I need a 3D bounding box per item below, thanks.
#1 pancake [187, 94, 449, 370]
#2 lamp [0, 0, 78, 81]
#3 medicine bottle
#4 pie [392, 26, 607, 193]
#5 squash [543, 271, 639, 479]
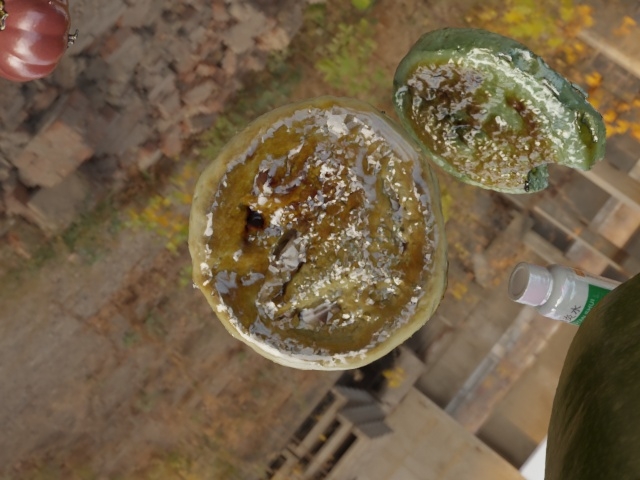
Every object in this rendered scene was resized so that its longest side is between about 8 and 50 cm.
[{"bbox_3d":[0.000,0.000,1.242,0.356,0.356,0.065,-54,-172,7],"label":"pancake"},{"bbox_3d":[-0.452,-0.335,1.523,0.140,0.182,0.182,-4,135,-43],"label":"lamp"},{"bbox_3d":[0.442,0.098,1.647,0.095,0.260,0.095,-163,-90,-74],"label":"medicine bottle"},{"bbox_3d":[0.230,-0.169,1.330,0.067,0.303,0.302,-60,171,-27],"label":"pie"},{"bbox_3d":[0.274,0.172,0.624,0.263,0.263,0.384,-57,174,19],"label":"squash"}]
